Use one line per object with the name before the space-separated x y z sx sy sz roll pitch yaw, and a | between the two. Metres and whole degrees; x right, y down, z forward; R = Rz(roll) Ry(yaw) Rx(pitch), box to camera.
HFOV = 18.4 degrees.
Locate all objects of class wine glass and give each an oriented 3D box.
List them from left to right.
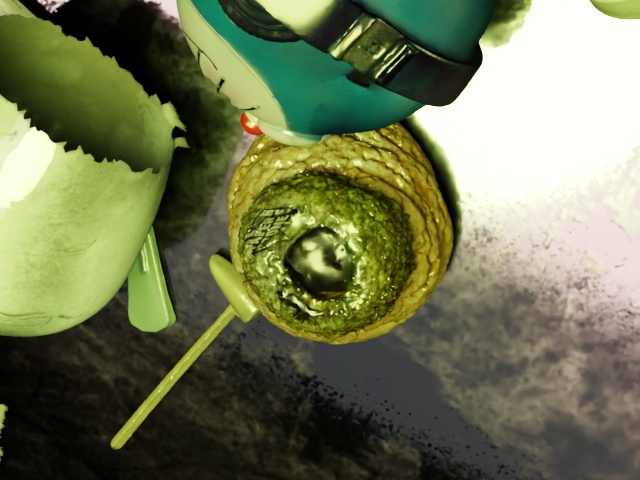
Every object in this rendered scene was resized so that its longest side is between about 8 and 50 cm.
wine glass | -0.260 0.001 1.499 0.238 0.238 0.323 40 118 1

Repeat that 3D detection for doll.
doll | -0.018 -0.204 1.360 0.310 0.284 0.240 46 107 11

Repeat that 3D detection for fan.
fan | -0.148 -0.019 1.574 0.038 0.016 0.193 -4 103 17

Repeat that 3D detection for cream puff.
cream puff | 0.000 0.000 1.463 0.183 0.169 0.183 4 106 13

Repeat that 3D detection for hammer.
hammer | -0.121 0.096 1.593 0.060 0.028 0.195 44 111 6

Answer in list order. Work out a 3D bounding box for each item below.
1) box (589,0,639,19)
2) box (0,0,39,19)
box | 0.205 -0.275 1.256 0.149 0.226 0.226 37 111 -25
box | -0.356 -0.206 1.566 0.245 0.035 0.139 41 110 1
